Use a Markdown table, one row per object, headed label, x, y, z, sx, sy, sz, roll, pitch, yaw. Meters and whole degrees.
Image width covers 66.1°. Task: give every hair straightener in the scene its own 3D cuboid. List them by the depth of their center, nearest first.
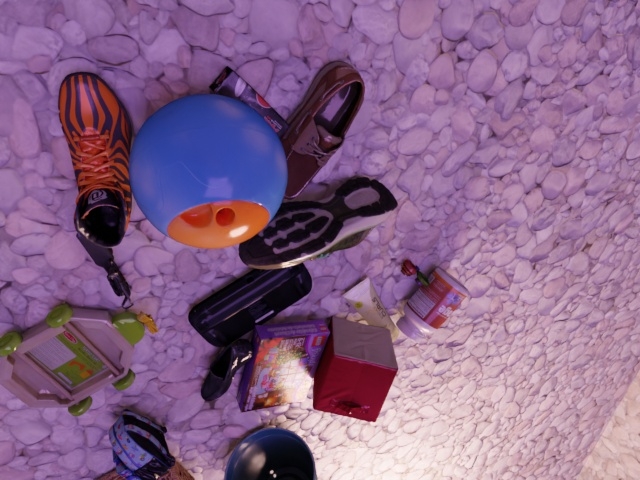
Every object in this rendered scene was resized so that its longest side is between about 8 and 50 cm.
| label | x | y | z | sx | sy | sz | roll | pitch | yaw |
| --- | --- | --- | --- | --- | --- | --- | --- | --- | --- |
| hair straightener | -0.454 | 0.067 | 1.049 | 0.047 | 0.089 | 0.230 | -20 | 125 | -15 |

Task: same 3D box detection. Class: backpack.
| label | x | y | z | sx | sy | sz | roll | pitch | yaw |
| --- | --- | --- | --- | --- | --- | --- | --- | --- | --- |
| backpack | -0.478 | 0.530 | 1.272 | 0.117 | 0.158 | 0.173 | -39 | 125 | -8 |

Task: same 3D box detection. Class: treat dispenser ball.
| label | x | y | z | sx | sy | sz | roll | pitch | yaw |
| --- | --- | --- | --- | --- | --- | --- | --- | --- | --- |
| treat dispenser ball | -0.206 | -0.126 | 0.925 | 0.289 | 0.288 | 0.287 | -11 | 123 | -18 |

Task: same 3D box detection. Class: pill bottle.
| label | x | y | z | sx | sy | sz | roll | pitch | yaw |
| --- | --- | --- | --- | --- | --- | --- | --- | --- | --- |
| pill bottle | 0.327 | 0.196 | 1.464 | 0.121 | 0.121 | 0.216 | 30 | 104 | -35 |

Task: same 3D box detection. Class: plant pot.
| label | x | y | z | sx | sy | sz | roll | pitch | yaw |
| --- | --- | --- | --- | --- | --- | --- | --- | --- | --- |
| plant pot | -0.129 | 0.756 | 1.516 | 0.272 | 0.271 | 0.255 | -24 | 140 | -10 |

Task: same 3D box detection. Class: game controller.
| label | x | y | z | sx | sy | sz | roll | pitch | yaw |
| --- | --- | --- | --- | --- | --- | --- | --- | --- | --- |
| game controller | -0.172 | 0.155 | 1.260 | 0.319 | 0.067 | 0.166 | -31 | 141 | -4 |

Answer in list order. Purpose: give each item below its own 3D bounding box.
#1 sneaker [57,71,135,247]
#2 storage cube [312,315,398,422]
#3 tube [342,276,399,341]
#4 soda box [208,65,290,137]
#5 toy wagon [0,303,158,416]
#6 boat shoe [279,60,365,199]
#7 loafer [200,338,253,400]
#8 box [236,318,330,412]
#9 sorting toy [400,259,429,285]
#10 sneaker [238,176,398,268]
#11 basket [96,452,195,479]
| label | x | y | z | sx | sy | sz | roll | pitch | yaw |
| --- | --- | --- | --- | --- | --- | --- | --- | --- | --- |
| sneaker | -0.397 | -0.131 | 0.897 | 0.125 | 0.180 | 0.320 | -11 | 122 | -14 |
| storage cube | 0.093 | 0.357 | 1.377 | 0.184 | 0.215 | 0.193 | 15 | 113 | -6 |
| tube | 0.154 | 0.210 | 1.435 | 0.240 | 0.062 | 0.070 | 55 | 48 | -32 |
| soda box | -0.143 | -0.275 | 1.011 | 0.060 | 0.053 | 0.169 | -47 | 127 | 7 |
| toy wagon | -0.542 | 0.259 | 1.138 | 0.345 | 0.068 | 0.267 | -30 | 127 | -7 |
| boat shoe | -0.011 | -0.227 | 1.060 | 0.123 | 0.116 | 0.324 | 17 | 110 | -31 |
| loafer | -0.262 | 0.341 | 1.294 | 0.078 | 0.076 | 0.223 | 11 | 124 | -48 |
| box | -0.108 | 0.351 | 1.372 | 0.201 | 0.057 | 0.293 | -1 | 126 | -27 |
| sorting toy | 0.267 | 0.100 | 1.419 | 0.042 | 0.061 | 0.102 | -40 | 100 | 19 |
| sneaker | 0.000 | 0.000 | 1.155 | 0.411 | 0.158 | 0.182 | -21 | 145 | -29 |
| basket | -0.505 | 0.768 | 1.365 | 0.300 | 0.213 | 0.222 | -27 | 127 | -8 |
